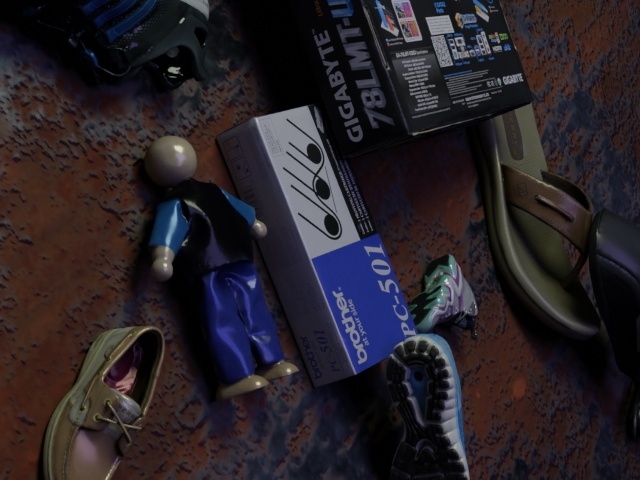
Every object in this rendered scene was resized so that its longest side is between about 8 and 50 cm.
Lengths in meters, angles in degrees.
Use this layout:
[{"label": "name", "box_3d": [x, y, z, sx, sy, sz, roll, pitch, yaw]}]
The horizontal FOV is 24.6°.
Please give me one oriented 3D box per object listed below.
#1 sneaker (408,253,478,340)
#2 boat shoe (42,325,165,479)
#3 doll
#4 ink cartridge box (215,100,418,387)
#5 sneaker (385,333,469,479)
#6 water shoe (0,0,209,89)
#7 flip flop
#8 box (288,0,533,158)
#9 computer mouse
[{"label": "sneaker", "box_3d": [0.112, 0.064, 1.252, 0.069, 0.038, 0.098, 52, 39, -19]}, {"label": "boat shoe", "box_3d": [-0.132, 0.106, 0.914, 0.050, 0.045, 0.135, 41, 44, -31]}, {"label": "doll", "box_3d": [-0.077, 0.015, 1.031, 0.129, 0.046, 0.189, -16, 85, -55]}, {"label": "ink cartridge box", "box_3d": [0.000, 0.000, 1.137, 0.097, 0.046, 0.207, -20, 88, -53]}, {"label": "sneaker", "box_3d": [0.092, 0.147, 1.141, 0.073, 0.063, 0.162, -30, 120, -66]}, {"label": "water shoe", "box_3d": [-0.147, -0.149, 1.005, 0.203, 0.073, 0.080, 2, 78, -49]}, {"label": "flip flop", "box_3d": [0.214, -0.040, 1.400, 0.112, 0.080, 0.277, 6, 67, -50]}, {"label": "box", "box_3d": [0.062, -0.232, 1.254, 0.295, 0.073, 0.293, -22, 92, -61]}, {"label": "computer mouse", "box_3d": [0.324, 0.053, 1.447, 0.184, 0.060, 0.262, -65, 144, -47]}]
